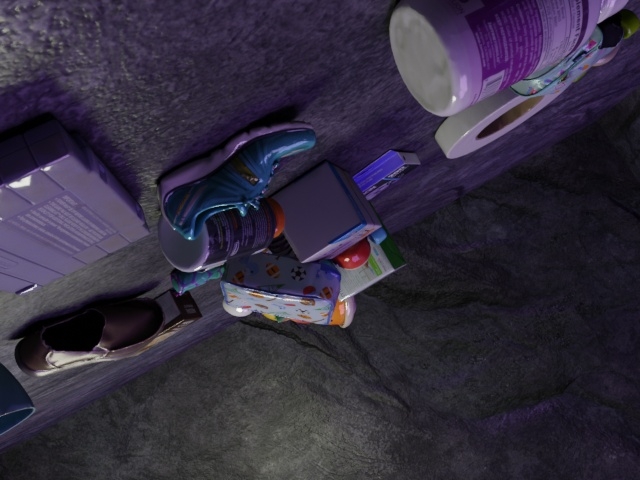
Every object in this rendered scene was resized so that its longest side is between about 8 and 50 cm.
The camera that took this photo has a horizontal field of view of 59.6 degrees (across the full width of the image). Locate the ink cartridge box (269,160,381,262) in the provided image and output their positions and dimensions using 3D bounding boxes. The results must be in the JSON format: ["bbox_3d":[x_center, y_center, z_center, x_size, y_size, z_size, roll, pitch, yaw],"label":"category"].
[{"bbox_3d":[0.017,-0.062,1.333,0.171,0.168,0.232,-33,171,15],"label":"ink cartridge box"}]

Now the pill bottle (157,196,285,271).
[{"bbox_3d":[-0.173,-0.027,1.057,0.130,0.130,0.245,-36,169,34],"label":"pill bottle"}]

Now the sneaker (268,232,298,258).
[{"bbox_3d":[-0.092,0.014,1.447,0.102,0.161,0.282,-28,170,2],"label":"sneaker"}]

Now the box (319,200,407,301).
[{"bbox_3d":[0.108,0.030,1.833,0.231,0.262,0.126,-36,170,28],"label":"box"}]

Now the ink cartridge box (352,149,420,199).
[{"bbox_3d":[0.159,-0.175,1.559,0.206,0.045,0.208,-34,169,27],"label":"ink cartridge box"}]

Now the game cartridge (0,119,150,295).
[{"bbox_3d":[-0.364,-0.023,0.718,0.230,0.068,0.355,-32,171,-10],"label":"game cartridge"}]

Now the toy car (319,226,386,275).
[{"bbox_3d":[0.041,-0.035,1.573,0.219,0.210,0.238,-40,155,-6],"label":"toy car"}]

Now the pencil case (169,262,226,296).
[{"bbox_3d":[-0.314,0.088,1.457,0.151,0.064,0.070,-23,144,-34],"label":"pencil case"}]

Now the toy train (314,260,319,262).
[{"bbox_3d":[0.000,0.000,1.794,0.027,0.036,0.158,-10,120,-48],"label":"toy train"}]

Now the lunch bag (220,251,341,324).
[{"bbox_3d":[-0.106,0.122,1.412,0.303,0.115,0.243,13,157,2],"label":"lunch bag"}]

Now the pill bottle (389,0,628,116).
[{"bbox_3d":[0.260,-0.306,0.759,0.301,0.169,0.169,-29,171,-9],"label":"pill bottle"}]

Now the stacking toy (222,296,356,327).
[{"bbox_3d":[-0.131,0.196,2.117,0.479,0.351,0.350,-10,167,-10],"label":"stacking toy"}]

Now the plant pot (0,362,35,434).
[{"bbox_3d":[-0.659,0.263,0.920,0.290,0.195,0.290,-29,170,-5],"label":"plant pot"}]

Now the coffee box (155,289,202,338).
[{"bbox_3d":[-0.497,0.249,1.656,0.246,0.098,0.141,-31,171,7],"label":"coffee box"}]

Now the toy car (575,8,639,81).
[{"bbox_3d":[0.503,-0.403,1.128,0.155,0.149,0.188,-40,-178,3],"label":"toy car"}]

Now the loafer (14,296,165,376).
[{"bbox_3d":[-0.516,0.221,1.329,0.366,0.134,0.130,-20,167,-48],"label":"loafer"}]

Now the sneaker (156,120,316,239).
[{"bbox_3d":[-0.122,-0.098,0.893,0.275,0.110,0.107,-30,171,1],"label":"sneaker"}]

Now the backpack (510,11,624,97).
[{"bbox_3d":[0.388,-0.341,0.965,0.144,0.166,0.188,-23,166,-28],"label":"backpack"}]

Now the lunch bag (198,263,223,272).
[{"bbox_3d":[-0.269,0.041,1.384,0.083,0.053,0.071,-48,164,34],"label":"lunch bag"}]

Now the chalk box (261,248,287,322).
[{"bbox_3d":[-0.087,0.149,1.779,0.179,0.289,0.180,-30,171,0],"label":"chalk box"}]

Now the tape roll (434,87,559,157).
[{"bbox_3d":[0.494,-0.357,1.514,0.392,0.072,0.392,-29,172,-5],"label":"tape roll"}]
